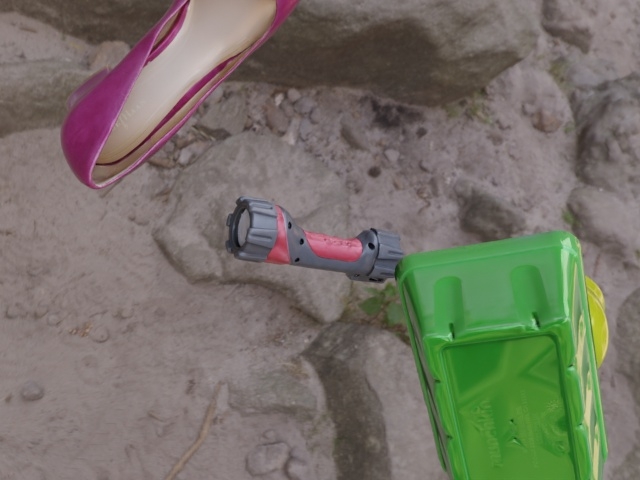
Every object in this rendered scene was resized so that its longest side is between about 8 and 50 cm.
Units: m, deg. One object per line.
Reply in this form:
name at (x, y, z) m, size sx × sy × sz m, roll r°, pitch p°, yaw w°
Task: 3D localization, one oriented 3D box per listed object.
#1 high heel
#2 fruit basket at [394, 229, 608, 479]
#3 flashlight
high heel at (-0.079, -0.133, 0.440) m, size 0.244 × 0.117 × 0.082 m, roll -34°, pitch 132°, yaw 1°
fruit basket at (0.278, 0.159, 0.905) m, size 0.392 × 0.283 × 0.392 m, roll -10°, pitch 90°, yaw -75°
flashlight at (0.000, 0.000, 1.048) m, size 0.304 × 0.103 × 0.103 m, roll 8°, pitch 68°, yaw -30°
